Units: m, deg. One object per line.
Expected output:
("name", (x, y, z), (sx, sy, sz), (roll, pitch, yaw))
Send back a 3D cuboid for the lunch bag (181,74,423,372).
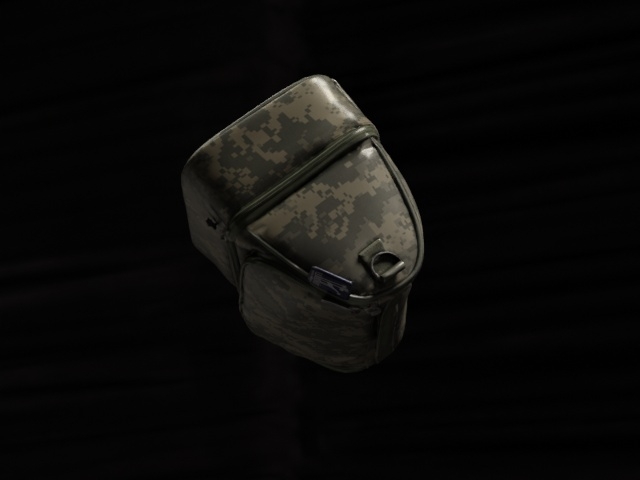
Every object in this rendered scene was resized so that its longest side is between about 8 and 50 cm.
("lunch bag", (0.000, 0.000, 2.142), (0.256, 0.212, 0.305), (50, -14, 14))
